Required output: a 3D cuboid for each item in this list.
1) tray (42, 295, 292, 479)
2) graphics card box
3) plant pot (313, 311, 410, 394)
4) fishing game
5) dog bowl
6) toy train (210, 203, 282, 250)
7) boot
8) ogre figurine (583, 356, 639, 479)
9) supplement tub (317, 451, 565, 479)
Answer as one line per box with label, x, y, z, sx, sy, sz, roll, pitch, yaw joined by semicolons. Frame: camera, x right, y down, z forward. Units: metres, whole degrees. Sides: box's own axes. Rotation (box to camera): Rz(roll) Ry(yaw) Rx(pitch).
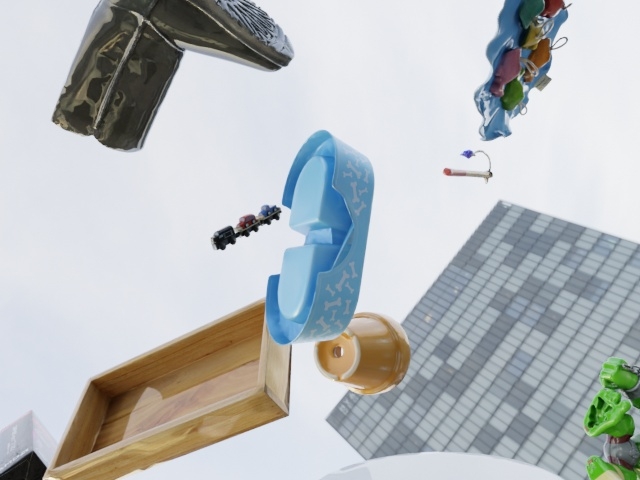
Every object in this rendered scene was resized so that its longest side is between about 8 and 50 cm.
tray;-0.238;0.253;0.851;0.411;0.202;0.076;-26;-59;16
graphics card box;-0.630;0.540;1.186;0.094;0.371;0.232;-35;-77;-25
plant pot;0.087;0.271;1.256;0.188;0.205;0.205;18;-82;-56
fishing game;0.198;-0.173;0.478;0.189;0.041;0.264;-8;-58;-57
dog bowl;0.000;0.000;0.720;0.074;0.166;0.297;14;-101;-25
toy train;-0.126;-0.028;0.899;0.158;0.027;0.036;-32;-69;-41
boot;-0.321;-0.337;1.091;0.367;0.146;0.445;32;-55;-20
ogre figurine;0.364;0.244;0.599;0.118;0.097;0.197;15;-122;-20
supplement tub;0.079;0.286;0.298;0.191;0.191;0.272;0;-98;-37
